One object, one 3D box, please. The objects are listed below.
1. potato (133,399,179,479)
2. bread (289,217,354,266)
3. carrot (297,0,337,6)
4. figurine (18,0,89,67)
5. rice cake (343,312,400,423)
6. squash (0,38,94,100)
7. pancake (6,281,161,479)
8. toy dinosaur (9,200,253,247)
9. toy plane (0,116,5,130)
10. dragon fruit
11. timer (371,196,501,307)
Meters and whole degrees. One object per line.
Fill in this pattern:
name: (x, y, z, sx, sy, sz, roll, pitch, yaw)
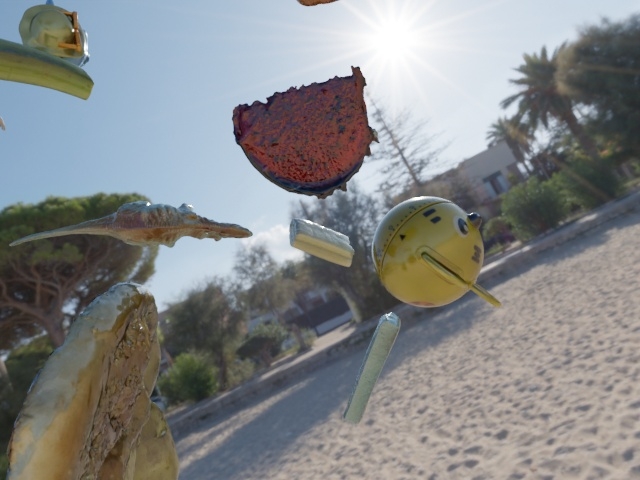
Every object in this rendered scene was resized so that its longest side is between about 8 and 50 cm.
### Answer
potato: (-0.392, 0.446, 1.001, 0.141, 0.296, 0.191, -3, 11, 25)
bread: (0.000, 0.000, 1.347, 0.178, 0.139, 0.060, 19, -66, -18)
carrot: (0.075, -0.318, 0.558, 0.256, 0.061, 0.061, -7, -9, 4)
figurine: (-0.648, -0.469, 1.174, 0.153, 0.180, 0.262, 27, -11, -31)
rice cake: (0.072, 0.183, 0.687, 0.042, 0.030, 0.180, -44, -26, -67)
squash: (-0.594, -0.347, 0.965, 0.250, 0.083, 0.083, 5, -28, -43)
pancake: (-0.283, 0.239, 0.646, 0.082, 0.387, 0.387, 9, -14, -4)
toy dinosaur: (-0.324, -0.025, 0.846, 0.392, 0.092, 0.205, 3, 3, -15)
toy plane: (-0.760, -0.215, 0.935, 0.252, 0.118, 0.252, -29, -14, -8)
dragon fruit: (-0.030, -0.237, 1.172, 0.343, 0.282, 0.100, -10, 4, 13)
timer: (0.350, 0.053, 1.447, 0.376, 0.387, 0.376, -18, -54, -25)
